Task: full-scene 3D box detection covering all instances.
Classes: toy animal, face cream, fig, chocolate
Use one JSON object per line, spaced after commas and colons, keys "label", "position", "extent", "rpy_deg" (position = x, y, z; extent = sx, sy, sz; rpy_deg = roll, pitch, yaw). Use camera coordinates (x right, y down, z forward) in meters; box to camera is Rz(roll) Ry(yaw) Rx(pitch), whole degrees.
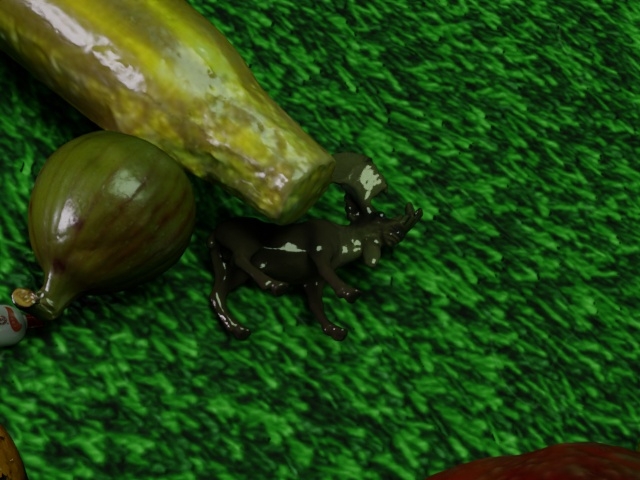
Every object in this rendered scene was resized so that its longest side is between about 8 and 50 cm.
{"label": "toy animal", "position": [0.000, 0.000, 1.696], "extent": [0.214, 0.094, 0.186], "rpy_deg": [3, 41, -11]}
{"label": "face cream", "position": [-0.275, 0.073, 1.553], "extent": [0.083, 0.021, 0.040], "rpy_deg": [-7, 55, -30]}
{"label": "fig", "position": [-0.188, -0.002, 1.593], "extent": [0.142, 0.148, 0.186], "rpy_deg": [26, 78, -20]}
{"label": "chocolate", "position": [-0.177, -0.166, 1.696], "extent": [0.445, 0.162, 0.162], "rpy_deg": [40, 46, 20]}

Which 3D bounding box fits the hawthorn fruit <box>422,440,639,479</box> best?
{"label": "hawthorn fruit", "position": [0.190, 0.323, 1.319], "extent": [0.403, 0.403, 0.403], "rpy_deg": [13, 46, -14]}

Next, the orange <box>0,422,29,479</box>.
{"label": "orange", "position": [-0.322, 0.197, 1.319], "extent": [0.234, 0.182, 0.234], "rpy_deg": [5, 57, -8]}

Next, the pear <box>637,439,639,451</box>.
{"label": "pear", "position": [0.350, 0.204, 1.662], "extent": [0.131, 0.107, 0.107], "rpy_deg": [24, 44, 8]}
